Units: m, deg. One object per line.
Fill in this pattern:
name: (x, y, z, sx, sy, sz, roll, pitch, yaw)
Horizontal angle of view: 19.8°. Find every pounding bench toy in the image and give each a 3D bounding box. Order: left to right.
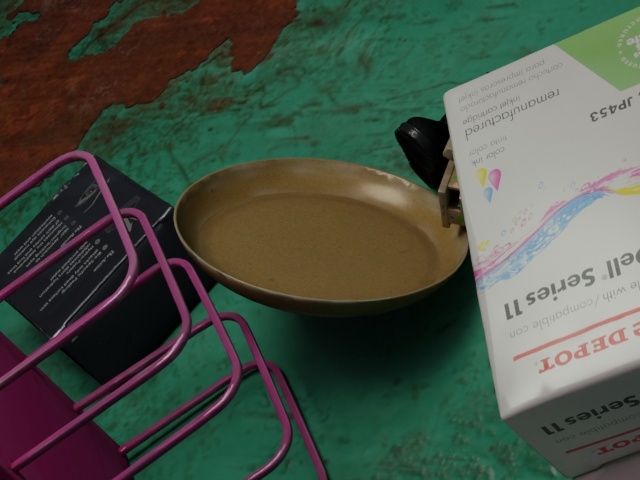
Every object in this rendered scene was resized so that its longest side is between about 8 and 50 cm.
pounding bench toy: (0.131, -0.047, 1.438, 0.065, 0.083, 0.052, 13, 60, 17)

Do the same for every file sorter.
file sorter: (-0.149, 0.108, 1.375, 0.182, 0.291, 0.202, -34, 39, 5)

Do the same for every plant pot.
plant pot: (0.000, 0.000, 1.464, 0.236, 0.032, 0.236, 4, 28, -2)

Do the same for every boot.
boot: (0.113, -0.097, 1.490, 0.099, 0.121, 0.045, -44, 72, -4)

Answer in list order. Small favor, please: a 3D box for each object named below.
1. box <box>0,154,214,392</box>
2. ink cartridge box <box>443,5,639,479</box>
box: (-0.195, 0.028, 1.643, 0.156, 0.093, 0.158, -48, 38, -8)
ink cartridge box: (0.219, 0.023, 1.245, 0.207, 0.119, 0.354, -23, 52, 21)
